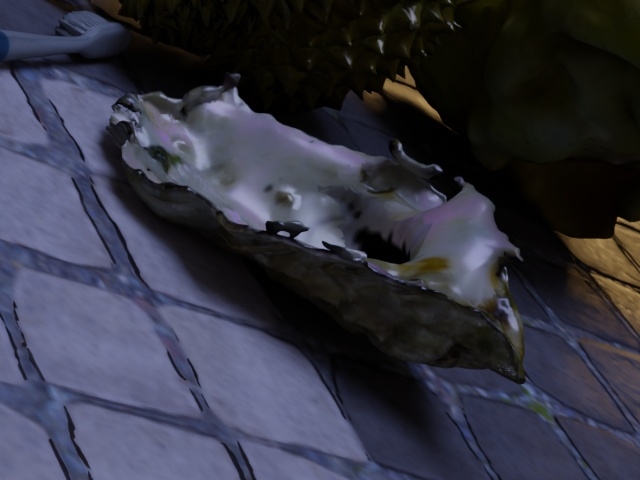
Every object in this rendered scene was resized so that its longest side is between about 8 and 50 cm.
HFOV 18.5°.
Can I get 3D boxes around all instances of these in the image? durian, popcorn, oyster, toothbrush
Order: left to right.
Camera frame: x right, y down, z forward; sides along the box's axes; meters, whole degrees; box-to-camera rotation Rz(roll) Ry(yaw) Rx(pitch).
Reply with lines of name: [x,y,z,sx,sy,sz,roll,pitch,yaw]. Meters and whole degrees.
toothbrush: [-0.151,-0.083,0.839,0.025,0.019,0.276,33,18,14]
durian: [-0.020,-0.132,1.019,0.237,0.137,0.193,-15,30,-12]
oyster: [-0.002,-0.005,0.864,0.209,0.072,0.133,18,27,3]
popcorn: [0.213,-0.139,1.177,0.334,0.292,0.293,-8,82,-30]
